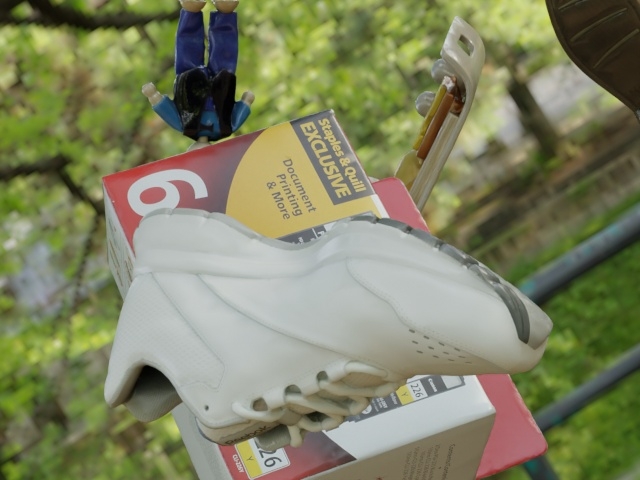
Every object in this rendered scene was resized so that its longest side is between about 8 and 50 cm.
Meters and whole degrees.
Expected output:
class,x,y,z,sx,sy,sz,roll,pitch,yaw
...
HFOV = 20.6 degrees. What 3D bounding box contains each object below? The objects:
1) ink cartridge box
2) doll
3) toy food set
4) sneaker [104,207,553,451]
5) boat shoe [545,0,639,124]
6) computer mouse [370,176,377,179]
class,x,y,z,sx,sy,sz,roll,pitch,yaw
ink cartridge box,0.005,0.061,1.390,0.272,0.309,0.130,-18,-31,-16
doll,-0.129,-0.165,1.898,0.129,0.189,0.046,-3,10,-24
toy food set,0.096,-0.103,2.052,0.220,0.092,0.306,-64,-1,-71
sneaker,-0.002,0.059,0.970,0.297,0.111,0.129,0,64,44
boat shoe,0.363,-0.221,1.997,0.111,0.307,0.104,-24,22,40
computer mouse,0.000,0.000,2.433,0.272,0.072,0.188,4,-68,-55
